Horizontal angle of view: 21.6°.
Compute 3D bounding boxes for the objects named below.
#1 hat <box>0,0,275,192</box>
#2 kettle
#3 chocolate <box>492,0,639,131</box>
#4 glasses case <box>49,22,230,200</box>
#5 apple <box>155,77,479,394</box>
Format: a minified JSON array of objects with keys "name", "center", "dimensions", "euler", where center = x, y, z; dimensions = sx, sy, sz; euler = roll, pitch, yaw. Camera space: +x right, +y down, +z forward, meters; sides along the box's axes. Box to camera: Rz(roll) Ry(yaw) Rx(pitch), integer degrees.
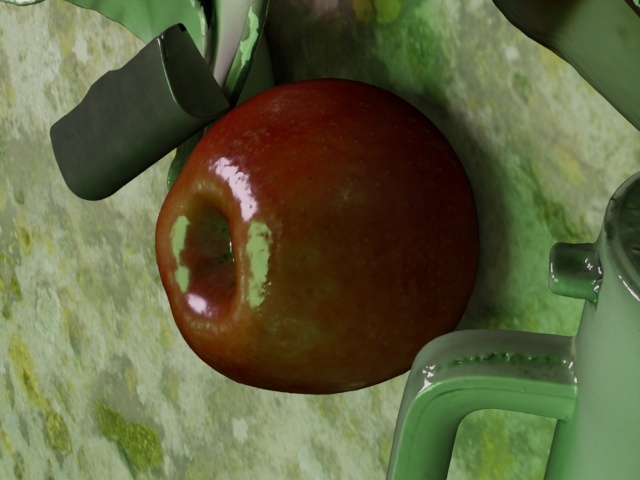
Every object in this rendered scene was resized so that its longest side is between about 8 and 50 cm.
[{"name":"hat","center":[-0.100,-0.182,1.277],"dimensions":[0.258,0.168,0.301],"euler":[50,143,7]},{"name":"kettle","center":[0.186,0.140,0.855],"dimensions":[0.205,0.265,0.318],"euler":[-126,35,-46]},{"name":"chocolate","center":[0.204,-0.144,0.722],"dimensions":[0.186,0.283,0.283],"euler":[61,145,23]},{"name":"glasses case","center":[-0.137,-0.088,1.217],"dimensions":[0.190,0.042,0.072],"euler":[-29,86,54]},{"name":"apple","center":[0.000,0.000,1.160],"dimensions":[0.218,0.201,0.218],"euler":[9,101,54]}]
